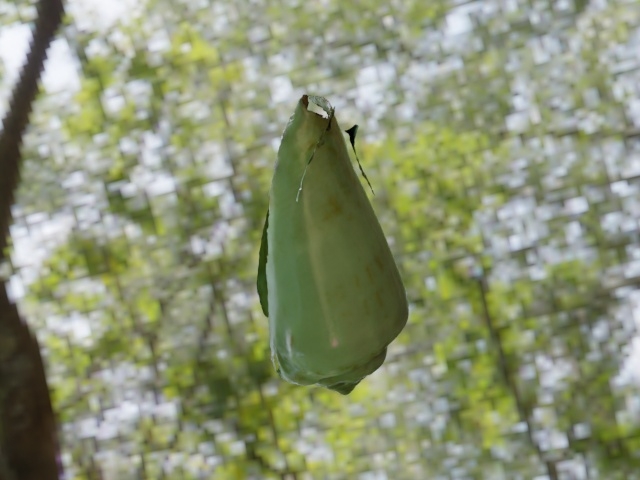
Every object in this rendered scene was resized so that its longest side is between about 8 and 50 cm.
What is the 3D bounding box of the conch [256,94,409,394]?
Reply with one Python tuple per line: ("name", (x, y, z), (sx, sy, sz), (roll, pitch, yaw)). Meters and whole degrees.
("conch", (0.000, 0.000, 1.062), (0.079, 0.106, 0.170), (-11, -73, -21))
